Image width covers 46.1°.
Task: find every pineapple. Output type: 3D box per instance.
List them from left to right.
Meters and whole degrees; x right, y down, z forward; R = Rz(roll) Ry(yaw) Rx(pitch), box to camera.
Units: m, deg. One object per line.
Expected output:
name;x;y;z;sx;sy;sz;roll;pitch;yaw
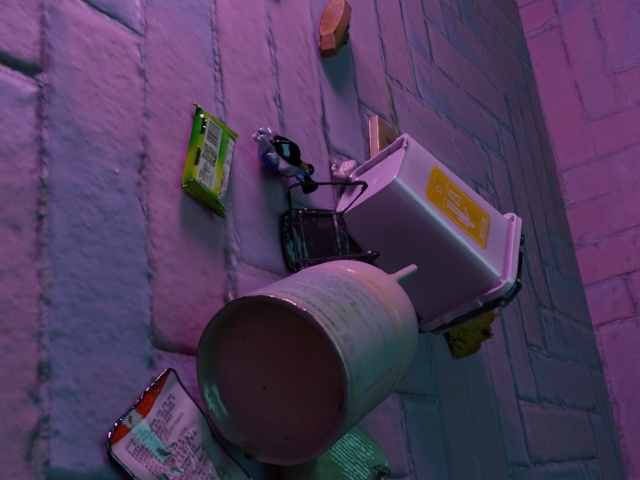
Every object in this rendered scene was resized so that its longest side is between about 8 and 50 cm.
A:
pineapple;0.362;0.142;1.810;0.164;0.139;0.250;-5;75;-60

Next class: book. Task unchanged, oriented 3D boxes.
book;0.165;-0.160;1.757;0.161;0.026;0.231;36;46;-46

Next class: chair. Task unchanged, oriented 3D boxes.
chair;0.000;0.000;1.339;0.145;0.221;0.140;-3;73;-14

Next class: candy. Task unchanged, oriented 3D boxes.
candy;-0.174;-0.129;1.190;0.102;0.032;0.178;44;39;-44

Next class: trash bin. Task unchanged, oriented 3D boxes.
trash bin;0.209;-0.005;1.559;0.367;0.296;0.256;42;41;-18

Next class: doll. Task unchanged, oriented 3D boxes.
doll;-0.064;-0.146;1.343;0.195;0.070;0.096;34;31;-55

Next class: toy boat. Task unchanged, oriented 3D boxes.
toy boat;0.038;-0.475;1.689;0.206;0.064;0.072;-73;149;-44

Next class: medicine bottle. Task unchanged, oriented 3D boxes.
medicine bottle;0.019;0.153;1.147;0.406;0.235;0.236;-19;91;-63

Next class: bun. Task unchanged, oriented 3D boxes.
bun;0.021;0.373;1.142;0.204;0.126;0.212;50;21;14

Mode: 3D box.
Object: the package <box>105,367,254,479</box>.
package;-0.171;0.296;0.969;0.232;0.040;0.166;55;31;-12

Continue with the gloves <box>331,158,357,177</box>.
gloves;0.053;-0.149;1.553;0.081;0.044;0.037;-13;99;-39
